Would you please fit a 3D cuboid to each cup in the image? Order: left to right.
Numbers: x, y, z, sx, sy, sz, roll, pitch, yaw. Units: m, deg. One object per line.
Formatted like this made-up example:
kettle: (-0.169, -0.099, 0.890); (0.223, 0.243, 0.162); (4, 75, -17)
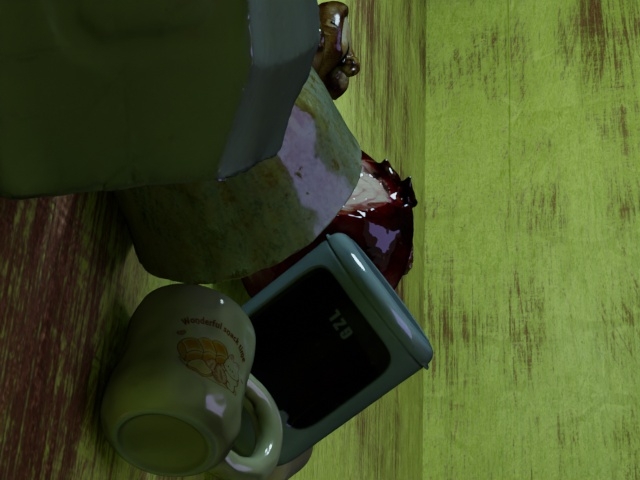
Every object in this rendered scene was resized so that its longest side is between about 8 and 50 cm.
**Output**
cup: (-0.166, 0.210, 1.477); (0.202, 0.173, 0.255); (-80, 156, -48)

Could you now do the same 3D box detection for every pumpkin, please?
pumpkin: (-0.134, -0.119, 1.475); (0.199, 0.332, 0.332); (58, 28, -34)

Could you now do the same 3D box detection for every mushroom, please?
mushroom: (0.004, -0.411, 2.459); (0.231, 0.138, 0.194); (85, -4, -55)

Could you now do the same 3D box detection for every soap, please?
soap: (-0.188, -0.275, 1.201); (0.213, 0.350, 0.435); (-44, 131, -73)

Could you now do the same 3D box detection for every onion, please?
onion: (-0.006, 0.001, 1.940); (0.341, 0.341, 0.341); (-4, 90, -76)

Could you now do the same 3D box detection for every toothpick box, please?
toothpick box: (-0.035, 0.182, 1.702); (0.263, 0.354, 0.263); (52, 4, -5)

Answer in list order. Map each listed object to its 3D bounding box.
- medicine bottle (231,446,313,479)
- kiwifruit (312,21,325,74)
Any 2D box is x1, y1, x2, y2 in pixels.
medicine bottle: (-0.093, 0.347, 1.858); (0.252, 0.114, 0.114); (-2, 88, -76)
kiwifruit: (-0.105, -0.298, 1.754); (0.196, 0.233, 0.196); (-6, 90, -72)
